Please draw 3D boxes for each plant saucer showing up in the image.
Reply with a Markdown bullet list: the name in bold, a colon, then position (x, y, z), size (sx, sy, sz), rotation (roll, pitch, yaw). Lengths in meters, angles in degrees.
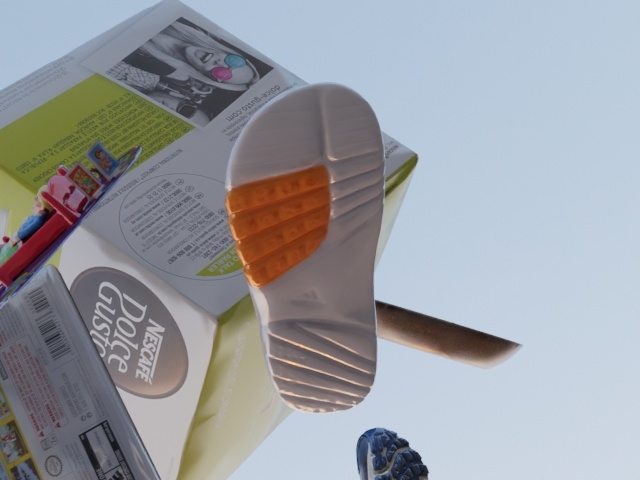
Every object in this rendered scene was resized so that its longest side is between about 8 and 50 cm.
- **plant saucer**: position (0.116, 0.116, 1.867), size (0.310, 0.310, 0.050), rotation (20, -93, -47)

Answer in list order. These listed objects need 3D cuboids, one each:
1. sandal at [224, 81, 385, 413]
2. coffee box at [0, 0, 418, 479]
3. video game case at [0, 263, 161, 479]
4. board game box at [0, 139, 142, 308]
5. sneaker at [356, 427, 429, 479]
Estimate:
- **sandal**: position (-0.011, 0.001, 0.934), size (0.101, 0.076, 0.265), rotation (-4, -53, -3)
- **coffee box**: position (-0.159, 0.023, 1.406), size (0.338, 0.334, 0.338), rotation (-40, -23, -44)
- **video game case**: position (-0.261, 0.159, 1.123), size (0.206, 0.227, 0.026), rotation (-29, -25, -3)
- **board game box**: position (-0.195, -0.015, 0.971), size (0.033, 0.133, 0.169), rotation (44, -112, -13)
- **sneaker**: position (0.032, 0.170, 0.761), size (0.052, 0.058, 0.135), rotation (-15, -86, -56)
